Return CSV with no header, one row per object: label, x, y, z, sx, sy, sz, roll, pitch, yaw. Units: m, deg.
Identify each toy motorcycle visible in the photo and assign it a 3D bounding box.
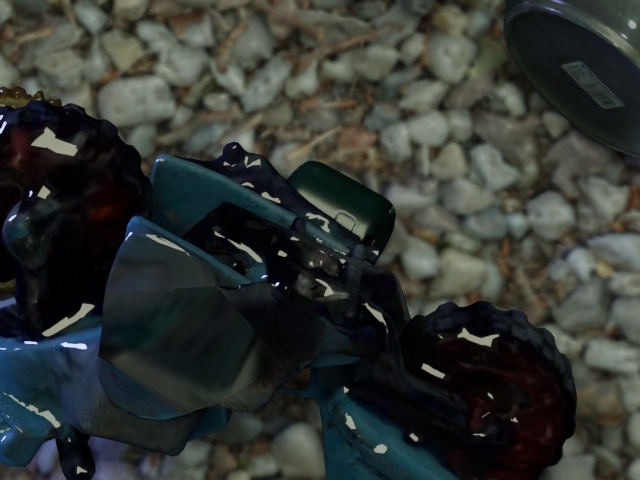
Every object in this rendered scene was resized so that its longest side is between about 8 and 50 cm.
toy motorcycle,-0.058,0.078,1.210,0.416,0.172,0.232,24,115,-8

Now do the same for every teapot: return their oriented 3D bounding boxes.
teapot,0.249,-0.169,1.260,0.203,0.171,0.225,46,75,-20

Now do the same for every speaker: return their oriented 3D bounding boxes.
speaker,-0.002,0.001,1.276,0.075,0.060,0.094,29,81,10

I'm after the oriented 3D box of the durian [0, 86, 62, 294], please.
durian,-0.232,-0.041,1.281,0.188,0.091,0.148,36,80,-12
